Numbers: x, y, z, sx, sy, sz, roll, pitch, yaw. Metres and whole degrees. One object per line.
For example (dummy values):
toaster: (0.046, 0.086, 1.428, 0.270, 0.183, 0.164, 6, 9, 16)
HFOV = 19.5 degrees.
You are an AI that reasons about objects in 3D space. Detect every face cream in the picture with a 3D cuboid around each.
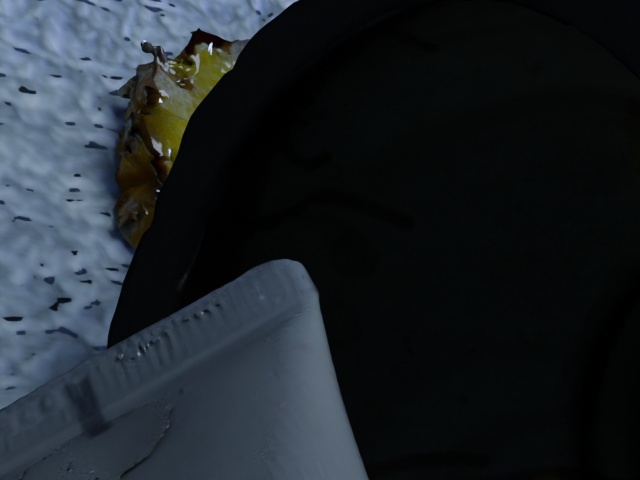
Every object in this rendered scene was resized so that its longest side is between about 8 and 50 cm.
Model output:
face cream: (-0.016, 0.141, 0.436, 0.314, 0.143, 0.089, 62, 4, 38)

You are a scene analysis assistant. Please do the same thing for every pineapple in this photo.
pineapple: (0.000, 0.000, 0.762, 0.221, 0.047, 0.221, 28, 34, -21)

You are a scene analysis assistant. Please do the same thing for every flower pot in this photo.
flower pot: (0.112, 0.058, 0.596, 0.267, 0.266, 0.266, 15, 40, -43)
